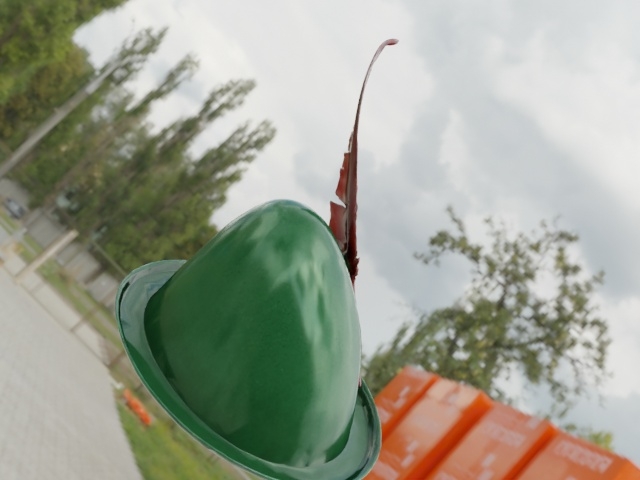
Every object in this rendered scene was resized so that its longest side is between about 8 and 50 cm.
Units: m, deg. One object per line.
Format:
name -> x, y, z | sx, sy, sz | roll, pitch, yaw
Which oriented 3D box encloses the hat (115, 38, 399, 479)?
hat -> 0.000, 0.000, 0.533 | 0.173, 0.183, 0.208 | 7, 36, -49
